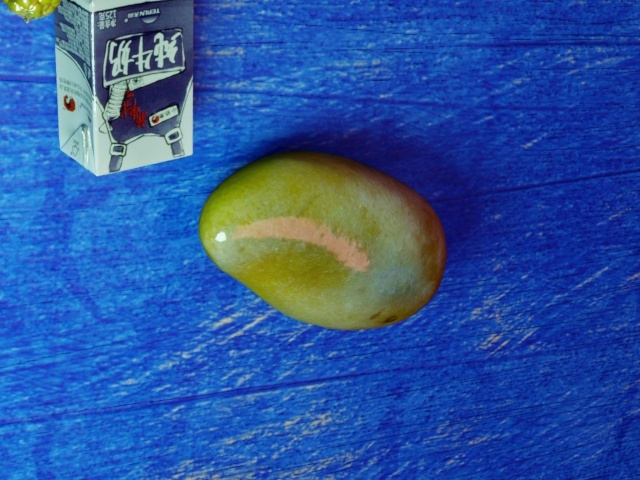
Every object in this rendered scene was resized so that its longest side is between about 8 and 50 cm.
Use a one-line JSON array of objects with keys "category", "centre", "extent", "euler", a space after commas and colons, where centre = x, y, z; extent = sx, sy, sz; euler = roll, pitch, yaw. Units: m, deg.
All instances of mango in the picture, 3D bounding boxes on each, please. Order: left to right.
[{"category": "mango", "centre": [0.000, 0.000, 2.130], "extent": [0.384, 0.199, 0.221], "euler": [9, 105, -38]}]

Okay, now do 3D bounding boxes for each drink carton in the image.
[{"category": "drink carton", "centre": [-0.228, -0.199, 1.932], "extent": [0.134, 0.102, 0.222], "euler": [-16, 122, -33]}]

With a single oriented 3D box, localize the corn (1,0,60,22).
[{"category": "corn", "centre": [-0.267, -0.385, 1.814], "extent": [0.102, 0.102, 0.313], "euler": [15, 104, -40]}]
